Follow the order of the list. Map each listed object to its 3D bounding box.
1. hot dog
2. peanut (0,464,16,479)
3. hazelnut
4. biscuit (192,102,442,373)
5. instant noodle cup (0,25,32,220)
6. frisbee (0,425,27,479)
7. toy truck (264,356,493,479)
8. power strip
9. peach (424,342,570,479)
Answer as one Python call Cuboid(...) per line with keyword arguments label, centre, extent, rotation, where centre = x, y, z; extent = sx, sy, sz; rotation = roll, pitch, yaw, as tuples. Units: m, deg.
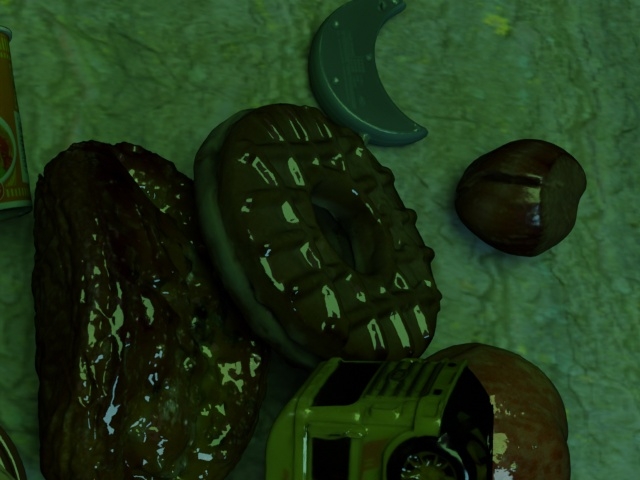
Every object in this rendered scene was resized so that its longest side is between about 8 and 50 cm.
Cuboid(label="hot dog", centre=(-0.180, 0.079, 1.418), extent=(0.267, 0.174, 0.388), rotation=(19, 60, -53))
Cuboid(label="peanut", centre=(-0.304, 0.298, 1.315), extent=(0.305, 0.147, 0.147), rotation=(42, 63, -8))
Cuboid(label="hazelnut", centre=(0.233, -0.053, 1.665), extent=(0.143, 0.143, 0.154), rotation=(42, 55, -3))
Cuboid(label="biscuit", centre=(0.000, 0.000, 1.494), extent=(0.332, 0.103, 0.332), rotation=(34, 39, -32))
Cuboid(label="instant noodle cup", centre=(-0.370, -0.106, 1.439), extent=(0.168, 0.168, 0.185), rotation=(-13, 87, -24))
Cuboid(label="frisbee", centre=(-0.407, 0.260, 1.368), extent=(0.250, 0.021, 0.251), rotation=(6, 71, -19))
Cuboid(label="toy truck", centre=(0.043, 0.311, 1.352), extent=(0.254, 0.180, 0.405), rotation=(5, 106, 11))
Cuboid(label="power strip", centre=(0.055, -0.190, 1.683), extent=(0.137, 0.044, 0.216), rotation=(0, 72, -20))
Cuboid(label="peach", centre=(0.154, 0.209, 1.496), extent=(0.232, 0.232, 0.233), rotation=(7, 70, -19))
